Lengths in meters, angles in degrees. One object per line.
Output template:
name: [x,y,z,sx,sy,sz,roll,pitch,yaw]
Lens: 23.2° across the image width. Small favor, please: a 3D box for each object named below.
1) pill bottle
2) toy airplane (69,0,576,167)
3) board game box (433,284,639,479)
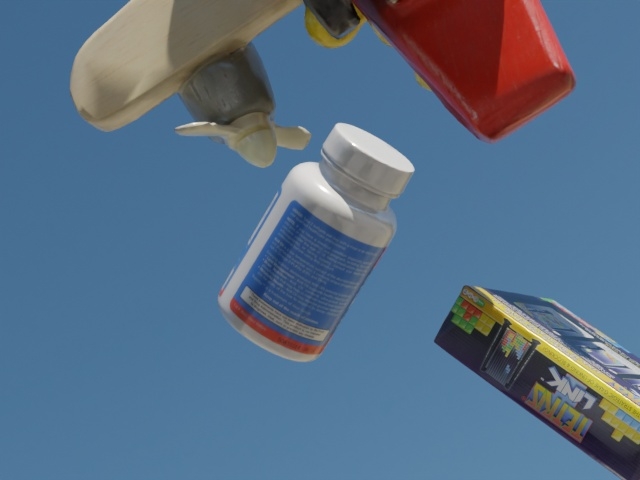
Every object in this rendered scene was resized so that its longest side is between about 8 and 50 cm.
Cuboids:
pill bottle: [0.000,0.000,1.551,0.124,0.124,0.221,12,-65,-48]
toy airplane: [0.044,-0.222,1.059,0.386,0.384,0.272,4,-28,35]
board game box: [0.179,0.097,1.030,0.141,0.170,0.048,9,-68,-55]
